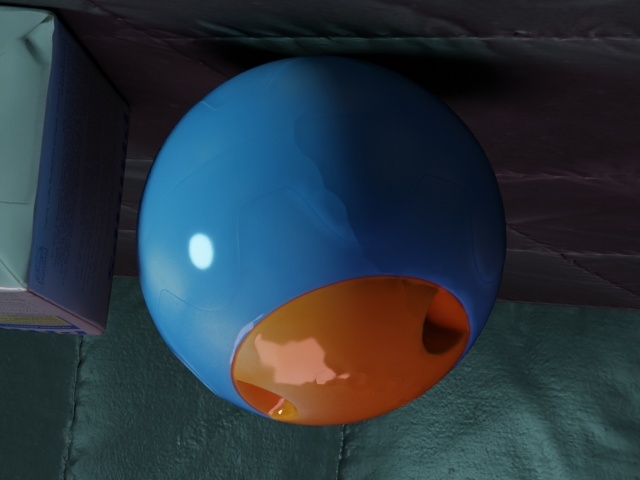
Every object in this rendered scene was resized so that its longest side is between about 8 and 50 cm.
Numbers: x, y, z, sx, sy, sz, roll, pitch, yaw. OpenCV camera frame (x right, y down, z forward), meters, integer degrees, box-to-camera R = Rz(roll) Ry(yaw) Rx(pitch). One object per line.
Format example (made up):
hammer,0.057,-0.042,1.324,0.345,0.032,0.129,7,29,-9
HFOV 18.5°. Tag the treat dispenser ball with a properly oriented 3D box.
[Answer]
treat dispenser ball,0.000,0.000,1.531,0.288,0.288,0.288,7,172,1

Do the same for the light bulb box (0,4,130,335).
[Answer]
light bulb box,-0.367,-0.058,1.662,0.358,0.225,0.361,6,173,4
